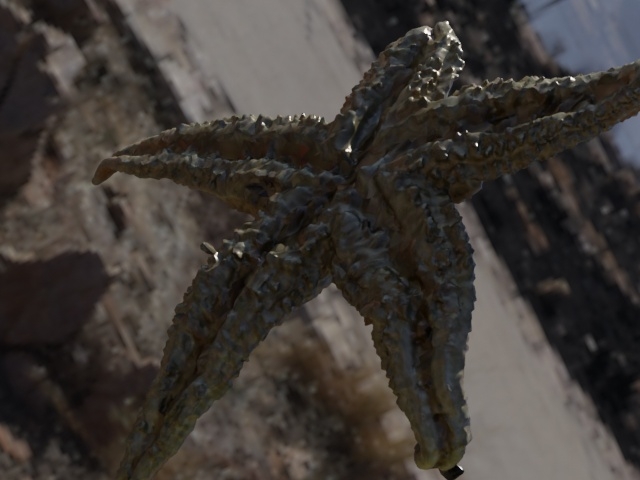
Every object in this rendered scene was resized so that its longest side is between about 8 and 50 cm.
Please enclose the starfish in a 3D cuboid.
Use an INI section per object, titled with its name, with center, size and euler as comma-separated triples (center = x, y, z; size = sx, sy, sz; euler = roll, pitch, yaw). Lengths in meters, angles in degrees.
[starfish]
center = -0.003, -0.003, 0.663
size = 0.048, 0.295, 0.231
euler = 49, 51, -42
